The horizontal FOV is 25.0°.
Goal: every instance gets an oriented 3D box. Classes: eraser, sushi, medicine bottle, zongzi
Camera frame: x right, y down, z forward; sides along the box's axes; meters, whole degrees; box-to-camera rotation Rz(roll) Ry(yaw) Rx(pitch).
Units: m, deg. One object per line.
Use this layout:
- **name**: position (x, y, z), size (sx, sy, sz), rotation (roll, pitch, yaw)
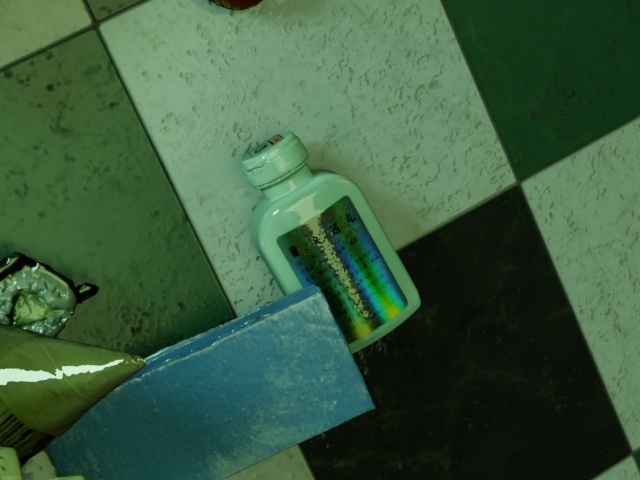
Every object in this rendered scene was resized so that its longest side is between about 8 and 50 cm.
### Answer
- **eraser**: position (-0.114, 0.170, 1.447), size (0.312, 0.042, 0.144), rotation (-25, 105, -2)
- **sushi**: position (-0.281, 0.054, 1.388), size (0.094, 0.084, 0.098), rotation (45, 75, -14)
- **medicine bottle**: position (0.000, 0.000, 1.486), size (0.121, 0.083, 0.229), rotation (-32, 106, -7)
- **zongzi**: position (-0.334, 0.089, 1.275), size (0.274, 0.300, 0.145), rotation (42, 37, -16)

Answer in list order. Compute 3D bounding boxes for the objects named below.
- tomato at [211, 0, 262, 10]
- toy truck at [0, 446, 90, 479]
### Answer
- **tomato**: position (-0.081, -0.272, 1.437), size (0.087, 0.075, 0.087), rotation (-2, 95, -24)
- **toy truck**: position (-0.326, 0.357, 1.272), size (0.254, 0.180, 0.405), rotation (0, 124, -16)
